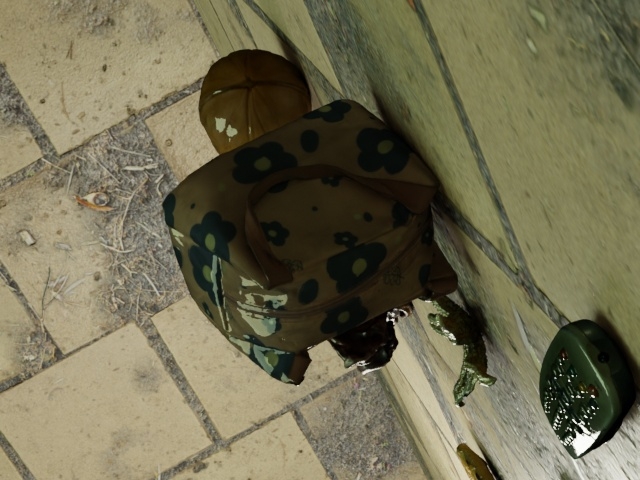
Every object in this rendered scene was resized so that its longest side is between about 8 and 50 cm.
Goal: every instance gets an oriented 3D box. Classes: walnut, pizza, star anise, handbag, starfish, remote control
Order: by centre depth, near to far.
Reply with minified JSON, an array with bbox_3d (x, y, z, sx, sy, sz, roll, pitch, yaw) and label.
[{"bbox_3d":[0.191,0.114,0.924,0.072,0.042,0.222,61,175,20],"label":"remote control"},{"bbox_3d":[0.000,0.000,1.231,0.193,0.251,0.190,45,157,47],"label":"handbag"},{"bbox_3d":[0.140,0.092,1.383,0.176,0.053,0.208,62,173,7],"label":"starfish"},{"bbox_3d":[-0.092,-0.184,1.795,0.167,0.167,0.207,62,174,11],"label":"walnut"},{"bbox_3d":[0.071,0.092,1.892,0.220,0.125,0.190,-73,-37,-54],"label":"star anise"},{"bbox_3d":[0.259,0.378,1.968,0.099,0.035,0.160,65,176,-32],"label":"pizza"}]
